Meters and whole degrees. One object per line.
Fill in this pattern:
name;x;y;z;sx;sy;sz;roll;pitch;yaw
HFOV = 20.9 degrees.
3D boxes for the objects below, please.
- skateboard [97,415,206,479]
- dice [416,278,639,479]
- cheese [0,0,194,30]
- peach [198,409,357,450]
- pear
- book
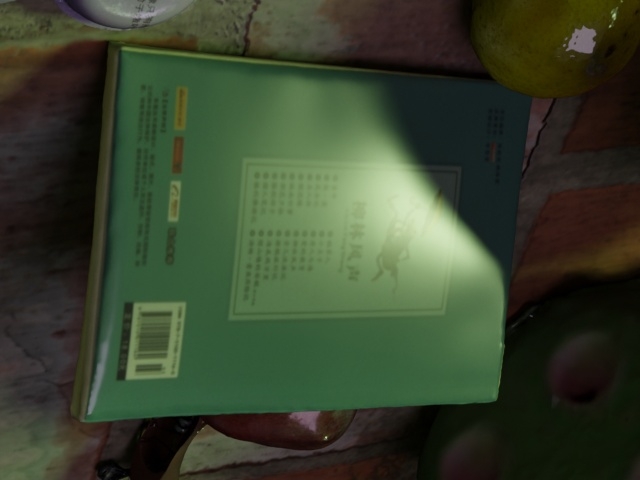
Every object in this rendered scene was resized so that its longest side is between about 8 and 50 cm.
skateboard;-0.119;0.169;1.475;0.080;0.067;0.151;-1;130;-46
dice;0.311;0.247;1.635;0.330;0.322;0.318;-45;140;14
cheese;-0.141;-0.175;1.084;0.191;0.042;0.105;-1;132;-33
peach;-0.033;0.108;1.387;0.152;0.152;0.152;-19;141;-16
pear;0.183;-0.160;1.277;0.141;0.104;0.141;-17;143;-13
book;0.000;0.000;1.279;0.379;0.031;0.264;2;99;-36
